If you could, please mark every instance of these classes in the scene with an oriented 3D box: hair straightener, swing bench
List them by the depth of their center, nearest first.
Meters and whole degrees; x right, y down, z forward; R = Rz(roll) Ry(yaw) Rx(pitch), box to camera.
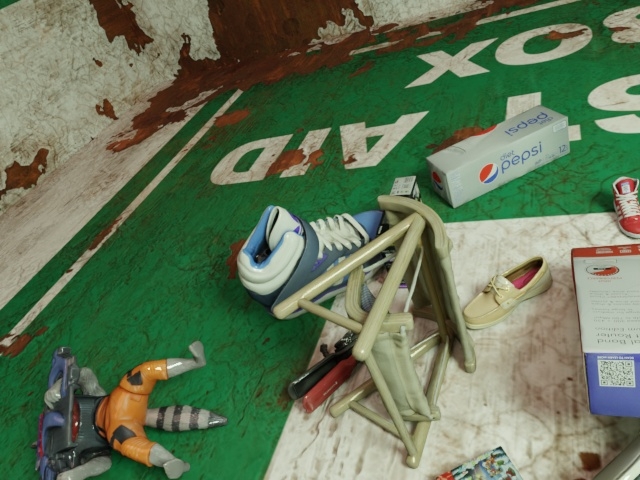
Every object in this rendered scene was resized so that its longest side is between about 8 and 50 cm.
[{"bbox_3d":[0.109,0.117,0.698,0.165,0.253,0.254,18,53,44],"label":"swing bench"},{"bbox_3d":[0.032,0.181,0.837,0.230,0.047,0.089,-41,38,-23],"label":"hair straightener"}]

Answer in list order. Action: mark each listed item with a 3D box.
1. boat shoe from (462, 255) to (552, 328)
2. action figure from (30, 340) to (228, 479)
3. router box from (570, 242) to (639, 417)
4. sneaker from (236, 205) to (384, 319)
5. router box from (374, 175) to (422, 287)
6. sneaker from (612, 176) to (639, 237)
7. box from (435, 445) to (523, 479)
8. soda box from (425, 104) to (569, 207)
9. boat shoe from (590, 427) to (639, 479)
[{"bbox_3d":[0.297,0.078,0.807,0.170,0.059,0.063,-31,35,-11],"label":"boat shoe"},{"bbox_3d":[-0.333,0.338,0.803,0.330,0.178,0.342,-16,62,22],"label":"action figure"},{"bbox_3d":[0.484,0.085,0.578,0.335,0.082,0.301,-6,18,26],"label":"router box"},{"bbox_3d":[-0.001,0.000,0.910,0.322,0.236,0.130,-34,55,-8],"label":"sneaker"},{"bbox_3d":[0.160,-0.017,0.949,0.046,0.133,0.179,-3,40,27],"label":"router box"},{"bbox_3d":[0.526,-0.061,0.850,0.042,0.067,0.118,-11,37,19],"label":"sneaker"},{"bbox_3d":[0.205,0.318,0.573,0.093,0.027,0.137,-26,35,-1],"label":"box"},{"bbox_3d":[0.381,-0.184,1.076,0.286,0.091,0.098,-25,34,-2],"label":"soda box"},{"bbox_3d":[0.356,0.246,0.523,0.254,0.095,0.079,-28,64,-26],"label":"boat shoe"}]
